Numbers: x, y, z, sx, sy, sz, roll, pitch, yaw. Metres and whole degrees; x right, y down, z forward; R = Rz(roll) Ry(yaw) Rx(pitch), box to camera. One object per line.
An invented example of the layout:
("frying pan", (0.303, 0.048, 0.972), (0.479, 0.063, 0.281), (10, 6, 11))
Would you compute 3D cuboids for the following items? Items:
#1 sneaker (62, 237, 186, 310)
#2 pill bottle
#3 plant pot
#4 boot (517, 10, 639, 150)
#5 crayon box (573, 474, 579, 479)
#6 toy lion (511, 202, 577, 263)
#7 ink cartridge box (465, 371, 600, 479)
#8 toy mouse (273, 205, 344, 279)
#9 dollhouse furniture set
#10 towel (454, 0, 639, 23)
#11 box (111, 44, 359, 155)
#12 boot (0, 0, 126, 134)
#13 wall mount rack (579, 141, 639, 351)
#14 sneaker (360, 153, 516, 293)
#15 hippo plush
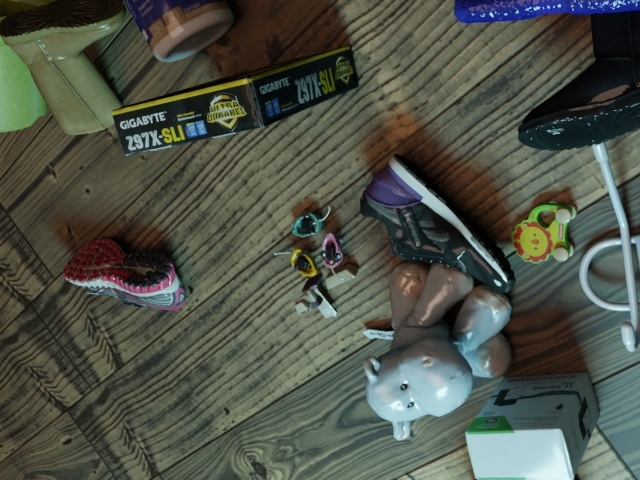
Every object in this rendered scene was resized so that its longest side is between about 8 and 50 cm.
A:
("sneaker", (-0.410, 0.082, 1.686), (0.299, 0.121, 0.112), (13, 145, 33))
("pill bottle", (-0.272, -0.451, 1.381), (0.153, 0.153, 0.264), (-28, 93, 34))
("plant pot", (-0.631, -0.358, 1.572), (0.276, 0.276, 0.254), (23, 130, 20))
("boot", (0.378, -0.245, 1.096), (0.246, 0.094, 0.207), (-16, 63, 39))
("crayon box", (0.299, 0.498, 1.319), (0.202, 0.318, 0.081), (-28, 93, 34))
("toy lion", (0.347, -0.011, 1.278), (0.096, 0.034, 0.100), (11, 113, 33))
("ink cartridge box", (0.338, 0.289, 1.288), (0.153, 0.208, 0.087), (-11, 100, 31))
("toy mouse", (0.000, 0.000, 1.458), (0.161, 0.031, 0.143), (35, 116, 32))
("dollhouse furniture set", (0.029, 0.105, 1.474), (0.114, 0.091, 0.081), (-27, 109, 31))
("towel", (0.340, -0.385, 1.064), (0.308, 0.076, 0.227), (4, 72, 30))
("box", (-0.121, -0.223, 1.281), (0.257, 0.322, 0.079), (-5, 107, 31))
("boot", (-0.421, -0.317, 1.495), (0.236, 0.089, 0.269), (-6, 147, 10))
("wall mount rack", (0.516, -0.007, 1.126), (0.350, 0.130, 0.304), (-8, 90, 30))
("sneaker", (0.183, -0.001, 1.315), (0.283, 0.107, 0.124), (47, 106, 17))
("hippo plush", (0.151, 0.171, 1.328), (0.294, 0.236, 0.234), (-18, 99, 33))
